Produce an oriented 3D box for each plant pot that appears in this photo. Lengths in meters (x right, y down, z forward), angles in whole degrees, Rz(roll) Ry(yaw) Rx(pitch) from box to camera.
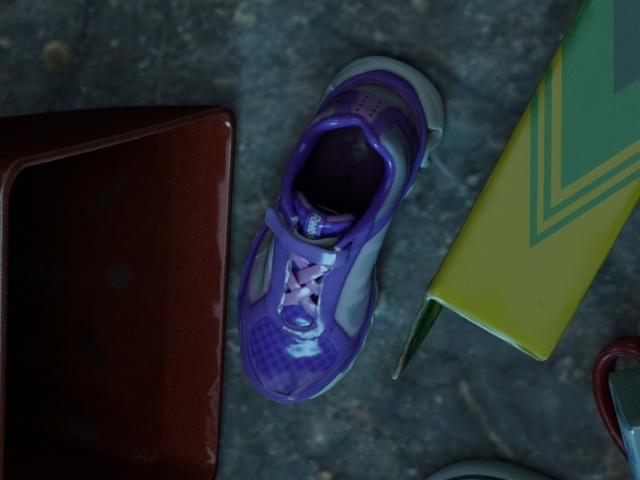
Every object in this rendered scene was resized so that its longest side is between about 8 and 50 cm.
[{"bbox_3d":[-0.223,0.048,1.174,0.236,0.267,0.267,9,104,24],"label":"plant pot"}]

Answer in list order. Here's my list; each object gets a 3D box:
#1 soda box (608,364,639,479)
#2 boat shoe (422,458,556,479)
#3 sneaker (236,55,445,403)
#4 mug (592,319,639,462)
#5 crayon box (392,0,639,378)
[{"bbox_3d":[0.312,0.093,1.029,0.286,0.091,0.098,-16,106,5],"label":"soda box"},{"bbox_3d":[0.183,0.300,1.172,0.136,0.156,0.367,-41,91,18],"label":"boat shoe"},{"bbox_3d":[0.000,0.000,1.178,0.095,0.104,0.236,22,107,6],"label":"sneaker"},{"bbox_3d":[0.257,0.121,1.159,0.113,0.150,0.169,-17,105,-20],"label":"mug"},{"bbox_3d":[0.158,-0.063,1.077,0.081,0.202,0.318,29,108,6],"label":"crayon box"}]
